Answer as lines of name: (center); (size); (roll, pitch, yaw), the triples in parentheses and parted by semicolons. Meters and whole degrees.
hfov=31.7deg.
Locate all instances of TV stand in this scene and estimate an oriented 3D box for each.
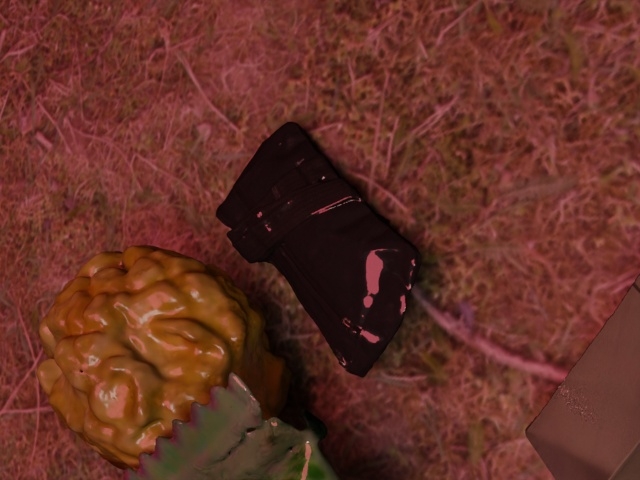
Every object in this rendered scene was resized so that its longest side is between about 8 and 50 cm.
TV stand: (0.249, 0.060, 0.727); (0.270, 0.088, 0.083); (-59, 38, 23)

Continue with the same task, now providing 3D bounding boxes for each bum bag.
bum bag: (0.000, 0.000, 0.976); (0.123, 0.060, 0.248); (-54, 54, 16)

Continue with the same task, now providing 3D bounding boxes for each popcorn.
popcorn: (-0.129, 0.113, 0.972); (0.235, 0.217, 0.181); (33, 71, 10)

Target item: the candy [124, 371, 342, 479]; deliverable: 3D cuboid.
candy: (-0.003, 0.302, 0.824); (0.398, 0.172, 0.263); (47, 114, 6)
